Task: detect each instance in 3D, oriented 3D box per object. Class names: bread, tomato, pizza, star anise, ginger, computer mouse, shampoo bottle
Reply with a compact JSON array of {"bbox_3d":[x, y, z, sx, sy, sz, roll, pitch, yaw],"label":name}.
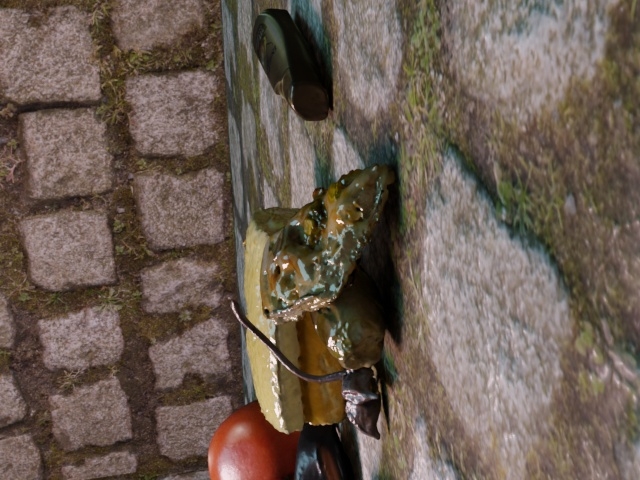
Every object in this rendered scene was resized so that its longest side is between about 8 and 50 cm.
[{"bbox_3d":[-0.054,0.133,1.622,0.236,0.165,0.375,-137,42,-68],"label":"bread"},{"bbox_3d":[-0.105,0.444,1.837,0.224,0.255,0.256,61,162,20],"label":"tomato"},{"bbox_3d":[0.000,0.000,1.206,0.297,0.071,0.189,-36,37,46],"label":"pizza"},{"bbox_3d":[-0.022,0.191,1.321,0.148,0.227,0.219,18,-112,-80],"label":"star anise"},{"bbox_3d":[0.033,0.083,1.293,0.109,0.116,0.263,-50,20,13],"label":"ginger"},{"bbox_3d":[0.009,0.483,1.606,0.183,0.116,0.323,82,-168,-78],"label":"computer mouse"},{"bbox_3d":[-0.054,-0.312,1.593,0.350,0.084,0.126,-113,21,-55],"label":"shampoo bottle"}]

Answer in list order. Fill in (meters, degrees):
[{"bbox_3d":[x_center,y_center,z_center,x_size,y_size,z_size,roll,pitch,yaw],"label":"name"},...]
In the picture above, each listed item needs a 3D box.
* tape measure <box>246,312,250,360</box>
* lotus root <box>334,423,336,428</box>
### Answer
[{"bbox_3d":[-0.106,0.201,2.052,0.243,0.125,0.246,103,159,-61],"label":"tape measure"},{"bbox_3d":[0.014,0.350,1.741,0.083,0.030,0.037,-107,12,-57],"label":"lotus root"}]
